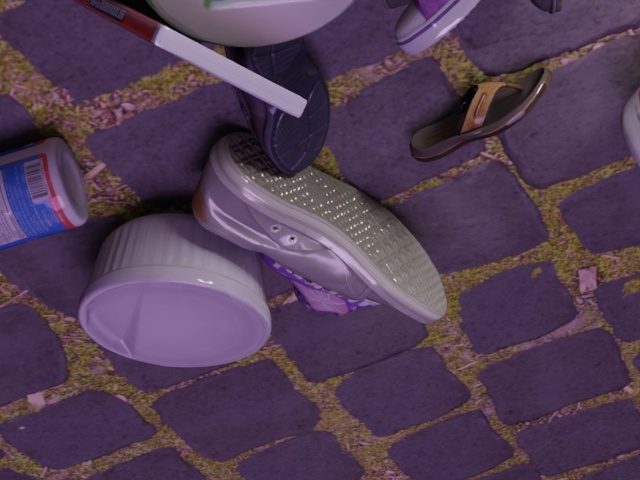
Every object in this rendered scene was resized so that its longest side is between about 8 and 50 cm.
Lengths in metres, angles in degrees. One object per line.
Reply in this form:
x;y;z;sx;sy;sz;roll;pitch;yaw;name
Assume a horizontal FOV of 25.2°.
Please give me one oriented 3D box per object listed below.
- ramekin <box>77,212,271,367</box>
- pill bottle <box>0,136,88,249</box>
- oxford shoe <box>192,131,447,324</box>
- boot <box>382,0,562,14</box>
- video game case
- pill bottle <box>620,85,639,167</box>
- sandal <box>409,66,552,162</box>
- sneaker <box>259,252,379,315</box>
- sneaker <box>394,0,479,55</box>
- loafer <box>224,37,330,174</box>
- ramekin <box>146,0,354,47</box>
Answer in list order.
-0.203;0.068;2.039;0.273;0.127;0.273;1;149;1;ramekin
-0.428;-0.049;1.879;0.221;0.124;0.124;-16;141;7;pill bottle
0.000;0.000;2.016;0.449;0.169;0.130;30;123;-31;oxford shoe
0.175;-0.321;1.734;0.208;0.076;0.189;-24;126;5;boot
-0.162;-0.223;1.631;0.204;0.285;0.025;24;95;-36;video game case
0.593;-0.228;1.828;0.229;0.229;0.407;14;135;-28;pill bottle
0.209;-0.178;1.929;0.219;0.090;0.060;-23;119;25;sandal
-0.010;0.057;2.143;0.236;0.095;0.104;25;136;-38;sneaker
0.143;-0.357;1.622;0.161;0.102;0.282;36;100;-14;sneaker
-0.062;-0.205;1.825;0.109;0.095;0.302;-39;149;-14;loafer
-0.076;-0.355;1.569;0.303;0.148;0.303;-7;141;-6;ramekin
